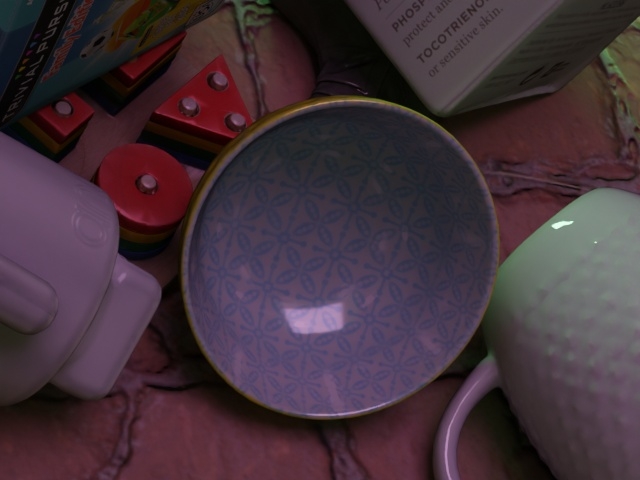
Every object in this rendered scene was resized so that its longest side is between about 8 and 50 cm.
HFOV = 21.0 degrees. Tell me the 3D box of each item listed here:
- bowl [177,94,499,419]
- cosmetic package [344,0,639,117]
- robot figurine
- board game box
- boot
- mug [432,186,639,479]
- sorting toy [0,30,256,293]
[{"bbox_3d":[0.000,0.000,1.552,0.289,0.289,0.156,14,11,-19],"label":"bowl"},{"bbox_3d":[0.176,-0.387,1.749,0.393,0.327,0.329,53,29,12],"label":"cosmetic package"},{"bbox_3d":[-0.302,0.000,1.357,0.353,0.300,0.199,30,84,-29],"label":"robot figurine"},{"bbox_3d":[-0.177,-0.231,1.452,0.079,0.254,0.336,48,52,8],"label":"board game box"},{"bbox_3d":[0.014,-0.170,1.744,0.246,0.083,0.161,39,56,2],"label":"boot"},{"bbox_3d":[0.275,0.153,1.571,0.374,0.276,0.328,-38,74,-8],"label":"mug"},{"bbox_3d":[-0.177,-0.105,1.592,0.255,0.089,0.257,41,50,3],"label":"sorting toy"}]
